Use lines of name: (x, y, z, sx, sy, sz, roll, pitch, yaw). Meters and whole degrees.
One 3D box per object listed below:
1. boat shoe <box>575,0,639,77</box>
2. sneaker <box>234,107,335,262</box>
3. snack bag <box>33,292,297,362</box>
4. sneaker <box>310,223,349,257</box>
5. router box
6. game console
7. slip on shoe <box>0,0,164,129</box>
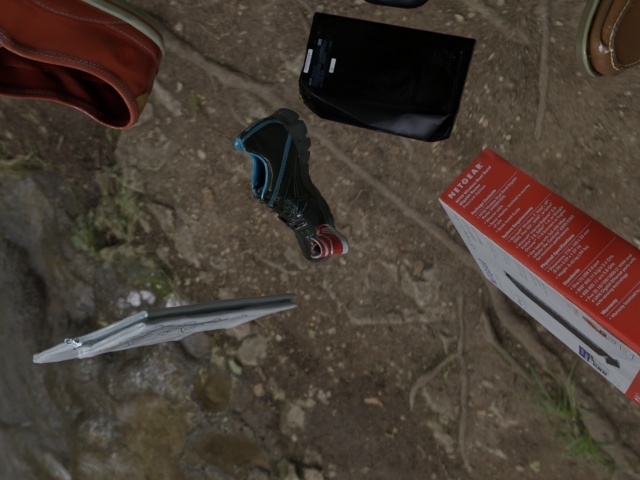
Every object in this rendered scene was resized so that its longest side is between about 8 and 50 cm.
boat shoe: (0.406, -0.297, 0.603, 0.307, 0.104, 0.111, -49, 128, -5)
sneaker: (-0.073, -0.092, 1.157, 0.125, 0.140, 0.341, 18, 133, 54)
snack bag: (-0.259, 0.152, 0.932, 0.342, 0.323, 0.037, -21, 78, 34)
sneaker: (0.000, 0.000, 1.073, 0.067, 0.118, 0.042, -11, 111, -22)
router box: (0.315, 0.066, 0.683, 0.082, 0.335, 0.301, -47, 58, 3)
game console: (0.109, -0.320, 0.720, 0.213, 0.044, 0.361, 15, 96, 12)
slip on shoe: (-0.269, -0.161, 0.403, 0.123, 0.331, 0.101, -9, 77, 44)
